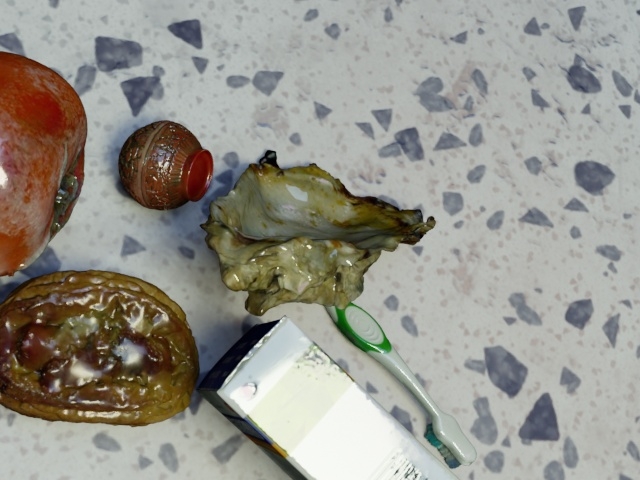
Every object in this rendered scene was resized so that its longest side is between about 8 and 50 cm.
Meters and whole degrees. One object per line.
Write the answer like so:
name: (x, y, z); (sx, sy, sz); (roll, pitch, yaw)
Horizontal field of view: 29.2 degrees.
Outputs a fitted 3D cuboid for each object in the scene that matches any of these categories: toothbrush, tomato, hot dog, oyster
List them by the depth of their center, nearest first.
tomato: (-0.337, -0.079, 1.215); (0.189, 0.232, 0.232); (18, 68, -1)
hot dog: (-0.233, 0.115, 1.261); (0.227, 0.099, 0.160); (0, 73, -18)
oyster: (0.000, 0.004, 1.300); (0.221, 0.361, 0.096); (11, 111, 8)
toothbrush: (0.039, 0.091, 1.402); (0.042, 0.040, 0.418); (-38, 90, -35)

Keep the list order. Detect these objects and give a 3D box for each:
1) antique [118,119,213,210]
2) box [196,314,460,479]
antique: (-0.173, -0.082, 1.342); (0.104, 0.104, 0.104); (6, 72, -19)
box: (0.022, 0.217, 1.261); (0.299, 0.200, 0.106); (45, 78, -4)
